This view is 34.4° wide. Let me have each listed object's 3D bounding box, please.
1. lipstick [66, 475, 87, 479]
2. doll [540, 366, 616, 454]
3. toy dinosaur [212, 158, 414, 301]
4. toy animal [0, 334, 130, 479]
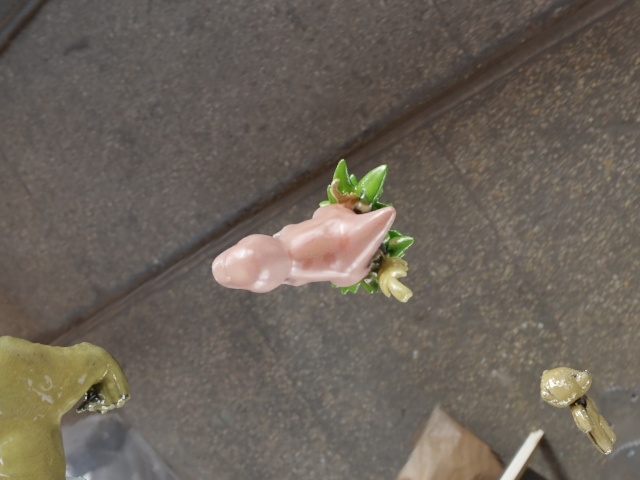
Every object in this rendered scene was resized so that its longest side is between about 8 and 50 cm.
[{"bbox_3d":[-0.460,0.320,1.312,0.068,0.317,0.066,165,114,-65],"label":"lipstick"},{"bbox_3d":[0.255,0.168,1.026,0.051,0.061,0.093,-20,98,23],"label":"doll"},{"bbox_3d":[0.000,-0.007,1.086,0.194,0.177,0.152,-4,94,28],"label":"toy dinosaur"},{"bbox_3d":[-0.159,0.138,0.550,0.103,0.101,0.219,-19,69,14],"label":"toy animal"}]
